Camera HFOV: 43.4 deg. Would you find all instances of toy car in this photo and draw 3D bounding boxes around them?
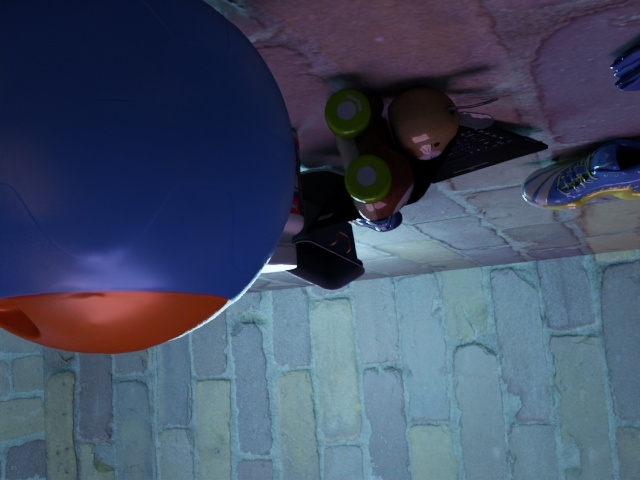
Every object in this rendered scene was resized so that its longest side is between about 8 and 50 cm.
[{"bbox_3d":[0.113,-0.116,0.928,0.188,0.149,0.155,-17,172,5],"label":"toy car"}]

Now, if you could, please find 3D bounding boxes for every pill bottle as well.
[{"bbox_3d":[-0.076,-0.052,1.059,0.108,0.180,0.108,-5,172,-1],"label":"pill bottle"}]

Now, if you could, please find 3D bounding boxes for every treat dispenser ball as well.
[{"bbox_3d":[-0.163,-0.058,0.618,0.288,0.288,0.288,-4,171,-1],"label":"treat dispenser ball"}]

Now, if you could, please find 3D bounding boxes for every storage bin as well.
[{"bbox_3d":[0.000,0.000,1.219,0.135,0.091,0.098,25,137,-35],"label":"storage bin"}]

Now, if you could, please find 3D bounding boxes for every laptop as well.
[{"bbox_3d":[0.154,-0.076,1.152,0.264,0.137,0.234,10,165,-37],"label":"laptop"}]

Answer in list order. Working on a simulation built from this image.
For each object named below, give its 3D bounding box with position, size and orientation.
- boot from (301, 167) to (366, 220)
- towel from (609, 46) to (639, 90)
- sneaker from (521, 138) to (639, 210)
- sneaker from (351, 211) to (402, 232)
[{"bbox_3d":[0.021,-0.064,1.356,0.244,0.088,0.176,-5,174,-18],"label":"boot"},{"bbox_3d":[0.499,-0.213,0.811,0.336,0.040,0.243,-4,170,-13],"label":"towel"},{"bbox_3d":[0.434,-0.116,1.290,0.240,0.091,0.126,-8,152,25],"label":"sneaker"},{"bbox_3d":[0.122,-0.048,1.608,0.144,0.053,0.059,3,167,-45],"label":"sneaker"}]
